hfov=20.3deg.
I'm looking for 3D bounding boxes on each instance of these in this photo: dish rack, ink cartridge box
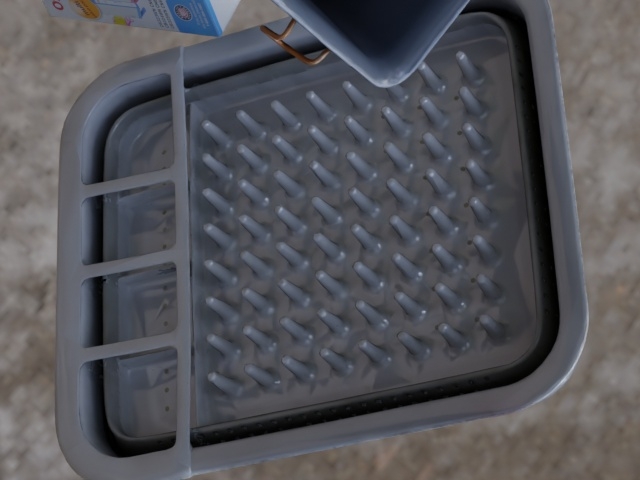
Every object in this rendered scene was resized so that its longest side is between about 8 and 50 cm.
[{"bbox_3d":[0.000,0.000,1.073,0.072,0.332,0.286,41,41,-55],"label":"dish rack"},{"bbox_3d":[-0.120,-0.193,1.104,0.092,0.143,0.090,67,38,-50],"label":"ink cartridge box"}]

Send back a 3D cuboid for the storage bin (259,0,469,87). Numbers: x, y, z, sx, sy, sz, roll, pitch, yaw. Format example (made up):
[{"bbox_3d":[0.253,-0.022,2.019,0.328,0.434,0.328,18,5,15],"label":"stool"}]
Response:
[{"bbox_3d":[-0.002,-0.144,0.876,0.098,0.091,0.135,-52,142,4],"label":"storage bin"}]
